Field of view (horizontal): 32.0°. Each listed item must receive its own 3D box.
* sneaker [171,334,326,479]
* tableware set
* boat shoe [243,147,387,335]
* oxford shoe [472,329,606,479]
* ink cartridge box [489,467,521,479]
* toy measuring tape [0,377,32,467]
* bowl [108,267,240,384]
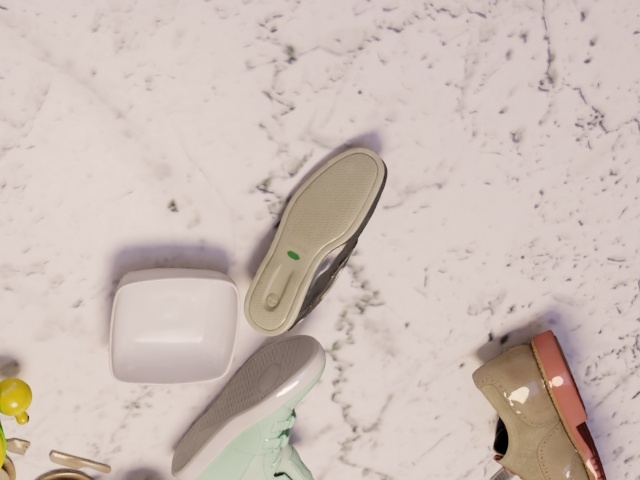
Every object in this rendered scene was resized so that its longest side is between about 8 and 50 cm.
[{"bbox_3d":[-0.044,0.222,1.324,0.151,0.094,0.256,33,117,-24],"label":"sneaker"},{"bbox_3d":[-0.354,0.302,1.318,0.194,0.039,0.128,21,113,-26],"label":"tableware set"},{"bbox_3d":[0.000,0.000,1.226,0.233,0.084,0.079,-58,157,13],"label":"boat shoe"},{"bbox_3d":[0.290,0.270,1.450,0.130,0.123,0.348,-19,116,8],"label":"oxford shoe"},{"bbox_3d":[0.293,0.340,1.535,0.115,0.029,0.063,34,106,-31],"label":"ink cartridge box"},{"bbox_3d":[-0.453,0.253,1.198,0.330,0.121,0.121,-30,125,-10],"label":"toy measuring tape"},{"bbox_3d":[-0.163,0.088,1.234,0.142,0.053,0.142,1,121,-16],"label":"bowl"}]
